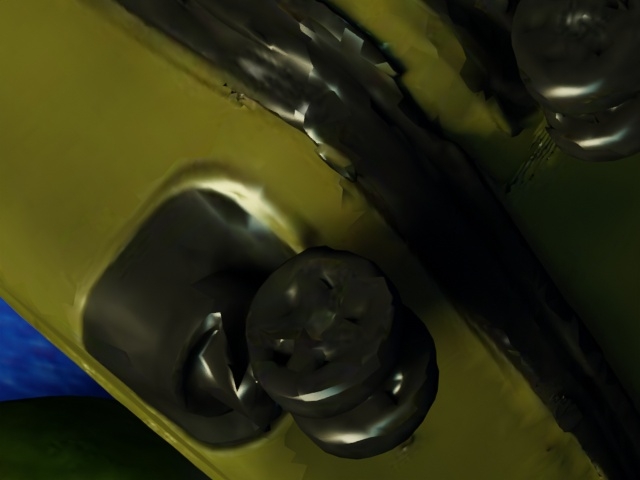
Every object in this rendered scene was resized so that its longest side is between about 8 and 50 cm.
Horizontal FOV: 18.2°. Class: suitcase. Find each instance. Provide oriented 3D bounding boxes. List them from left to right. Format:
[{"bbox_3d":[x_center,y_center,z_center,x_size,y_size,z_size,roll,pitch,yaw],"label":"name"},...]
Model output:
[{"bbox_3d":[-0.006,-0.026,0.447,0.235,0.194,0.143,35,82,37],"label":"suitcase"}]

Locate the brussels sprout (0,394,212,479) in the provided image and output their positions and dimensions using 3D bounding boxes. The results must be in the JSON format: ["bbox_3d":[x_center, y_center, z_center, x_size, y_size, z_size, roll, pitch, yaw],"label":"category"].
[{"bbox_3d":[-0.107,0.152,0.620,0.244,0.244,0.244,12,115,27],"label":"brussels sprout"}]
